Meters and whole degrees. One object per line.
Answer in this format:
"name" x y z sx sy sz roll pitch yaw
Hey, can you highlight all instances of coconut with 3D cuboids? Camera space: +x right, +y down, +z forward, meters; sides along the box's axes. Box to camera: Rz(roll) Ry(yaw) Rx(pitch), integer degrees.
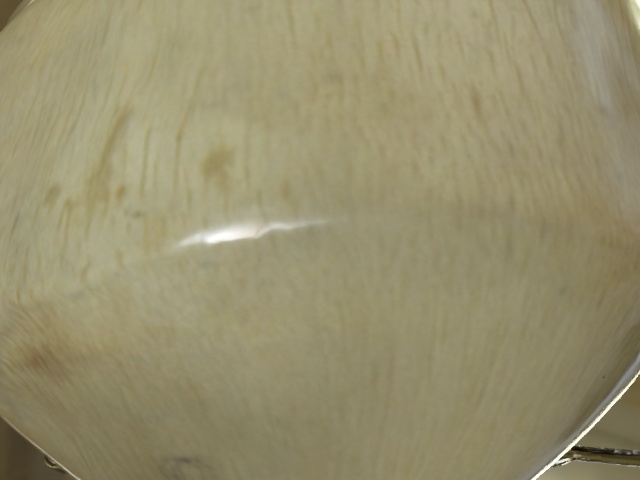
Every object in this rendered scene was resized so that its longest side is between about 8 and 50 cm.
"coconut" 0.000 0.000 0.505 0.224 0.224 0.224 -46 -35 -46

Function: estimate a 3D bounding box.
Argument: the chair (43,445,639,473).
"chair" 0.038 0.114 0.963 0.170 0.325 0.160 59 -137 -37
